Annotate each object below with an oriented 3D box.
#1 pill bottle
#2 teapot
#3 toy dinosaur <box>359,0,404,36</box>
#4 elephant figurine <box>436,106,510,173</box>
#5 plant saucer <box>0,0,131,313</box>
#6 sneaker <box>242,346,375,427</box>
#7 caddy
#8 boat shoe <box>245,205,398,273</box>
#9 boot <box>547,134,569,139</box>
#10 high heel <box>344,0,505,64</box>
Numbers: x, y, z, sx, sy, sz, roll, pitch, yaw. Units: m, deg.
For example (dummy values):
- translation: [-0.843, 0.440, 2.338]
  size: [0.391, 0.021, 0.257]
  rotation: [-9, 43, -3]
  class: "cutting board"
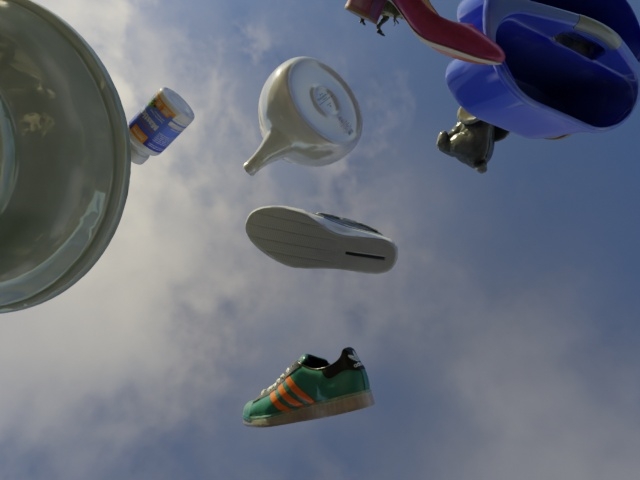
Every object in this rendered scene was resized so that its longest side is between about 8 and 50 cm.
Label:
- translation: [-0.592, -0.399, 1.671]
  size: [0.272, 0.152, 0.152]
  rotation: [-40, -109, 16]
  class: "pill bottle"
- translation: [-0.042, -0.264, 1.044]
  size: [0.187, 0.255, 0.253]
  rotation: [-28, -116, 46]
  class: "teapot"
- translation: [0.201, -0.779, 1.603]
  size: [0.268, 0.064, 0.118]
  rotation: [29, -63, -2]
  class: "toy dinosaur"
- translation: [0.417, -0.322, 1.230]
  size: [0.186, 0.169, 0.240]
  rotation: [33, -70, 16]
  class: "elephant figurine"
- translation: [-0.431, -0.102, 0.545]
  size: [0.400, 0.100, 0.401]
  rotation: [1, -85, 7]
  class: "plant saucer"
- translation: [-0.036, 0.289, 0.920]
  size: [0.302, 0.108, 0.121]
  rotation: [-22, -110, 29]
  class: "sneaker"
- translation: [0.371, -0.301, 0.748]
  size: [0.341, 0.179, 0.242]
  rotation: [12, -95, -22]
  class: "caddy"
- translation: [0.000, 0.000, 1.024]
  size: [0.334, 0.119, 0.121]
  rotation: [16, -77, -12]
  class: "boat shoe"
- translation: [0.658, -0.355, 1.386]
  size: [0.269, 0.236, 0.089]
  rotation: [-4, -88, -23]
  class: "boot"
- translation: [0.155, -0.328, 0.635]
  size: [0.244, 0.082, 0.117]
  rotation: [33, -68, 20]
  class: "high heel"
